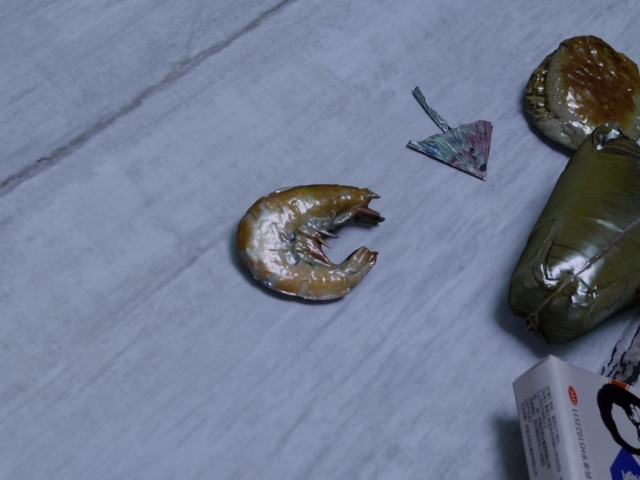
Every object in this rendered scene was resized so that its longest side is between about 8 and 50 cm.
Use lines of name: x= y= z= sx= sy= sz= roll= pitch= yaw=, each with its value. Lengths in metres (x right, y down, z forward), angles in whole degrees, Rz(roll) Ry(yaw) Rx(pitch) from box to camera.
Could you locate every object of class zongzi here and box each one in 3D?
zongzi: x=0.371 y=0.047 z=1.358 sx=0.300 sy=0.145 sz=0.274 roll=34 pitch=52 yaw=-2

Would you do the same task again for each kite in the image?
kite: x=0.157 y=-0.131 z=1.495 sx=0.139 sy=0.011 sz=0.156 roll=-19 pitch=64 yaw=-36

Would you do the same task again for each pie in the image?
pie: x=0.347 y=-0.186 z=1.573 sx=0.163 sy=0.079 sz=0.193 roll=29 pitch=49 yaw=-3

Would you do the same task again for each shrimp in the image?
shrimp: x=-0.002 y=0.000 z=1.308 sx=0.188 sy=0.052 sz=0.132 roll=-21 pitch=82 yaw=-28

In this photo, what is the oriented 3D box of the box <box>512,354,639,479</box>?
box: x=0.302 y=0.293 z=1.143 sx=0.214 sy=0.069 sz=0.353 roll=20 pitch=44 yaw=-28
